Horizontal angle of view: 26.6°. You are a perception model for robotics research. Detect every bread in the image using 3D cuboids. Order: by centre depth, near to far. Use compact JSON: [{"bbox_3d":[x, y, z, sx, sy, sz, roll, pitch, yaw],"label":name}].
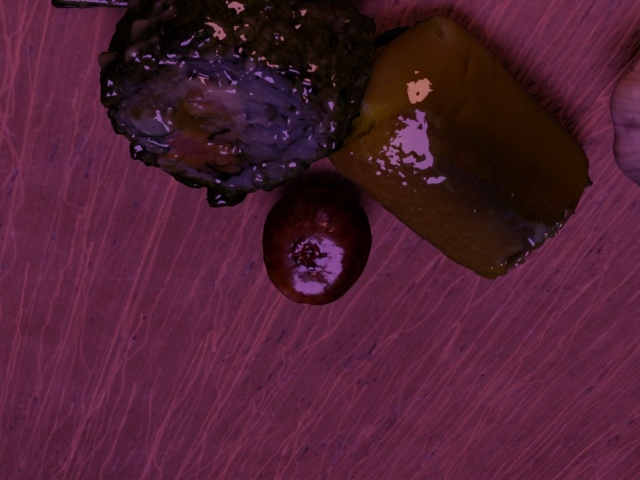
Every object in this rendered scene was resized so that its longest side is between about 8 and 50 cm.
[{"bbox_3d":[0.173,-0.117,1.785,0.251,0.208,0.376,-28,129,31],"label":"bread"}]

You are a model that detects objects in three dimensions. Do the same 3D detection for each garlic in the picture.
[{"bbox_3d":[0.466,-0.148,1.736,0.245,0.245,0.253,16,179,-14],"label":"garlic"}]

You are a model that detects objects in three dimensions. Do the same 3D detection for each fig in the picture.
[{"bbox_3d":[0.001,-0.005,2.018,0.175,0.207,0.175,5,109,14],"label":"fig"}]

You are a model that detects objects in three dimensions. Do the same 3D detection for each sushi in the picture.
[{"bbox_3d":[-0.119,-0.202,1.665,0.294,0.178,0.352,26,150,-25],"label":"sushi"}]

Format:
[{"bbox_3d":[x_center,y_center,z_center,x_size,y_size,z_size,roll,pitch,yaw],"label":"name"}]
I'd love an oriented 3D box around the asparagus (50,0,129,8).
[{"bbox_3d":[-0.230,-0.302,1.724,0.233,0.023,0.022,3,-172,4],"label":"asparagus"}]
